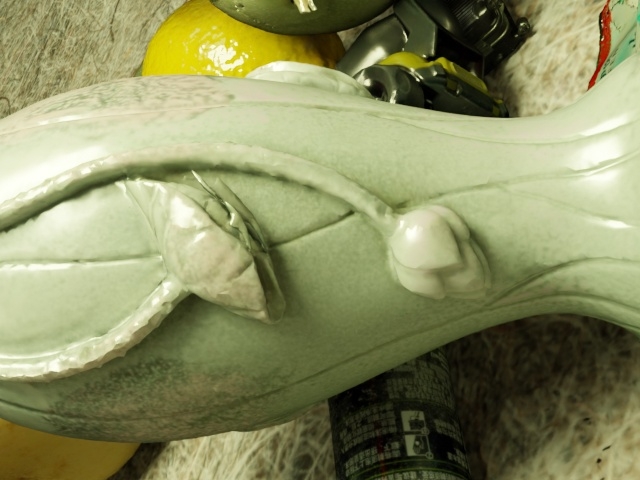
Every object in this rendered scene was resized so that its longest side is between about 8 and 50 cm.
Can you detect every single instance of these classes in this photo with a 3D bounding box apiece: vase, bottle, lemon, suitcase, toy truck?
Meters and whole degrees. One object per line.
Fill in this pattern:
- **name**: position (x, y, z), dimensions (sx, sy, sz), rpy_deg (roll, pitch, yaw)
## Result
- **vase**: position (0.000, 0.000, 0.623), dimensions (0.445, 0.250, 0.250), rpy_deg (-6, 54, 9)
- **bottle**: position (0.057, 0.173, 0.680), dimensions (0.093, 0.093, 0.330), rpy_deg (-36, 41, 30)
- **lemon**: position (-0.071, -0.155, 0.994), dimensions (0.256, 0.188, 0.188), rpy_deg (7, 71, 46)
- **suitcase**: position (0.114, -0.176, 0.886), dimensions (0.126, 0.059, 0.086), rpy_deg (-40, 38, 26)
- **toy truck**: position (0.039, -0.083, 0.826), dimensions (0.224, 0.147, 0.165), rpy_deg (-41, 47, 30)

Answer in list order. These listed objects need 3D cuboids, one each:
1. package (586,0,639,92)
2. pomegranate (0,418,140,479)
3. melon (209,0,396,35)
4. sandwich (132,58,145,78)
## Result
- **package**: position (0.232, -0.174, 0.673), dimensions (0.232, 0.040, 0.166), rpy_deg (128, 162, -70)
- **pomegranate**: position (-0.309, 0.108, 0.996), dimensions (0.332, 0.332, 0.333), rpy_deg (-30, 45, 36)
- **melon**: position (-0.007, -0.315, 0.836), dimensions (0.268, 0.268, 0.330), rpy_deg (-26, 46, 39)
- **sandwich**: position (-0.183, -0.177, 1.235), dimensions (0.258, 0.096, 0.094), rpy_deg (-61, 29, -5)
